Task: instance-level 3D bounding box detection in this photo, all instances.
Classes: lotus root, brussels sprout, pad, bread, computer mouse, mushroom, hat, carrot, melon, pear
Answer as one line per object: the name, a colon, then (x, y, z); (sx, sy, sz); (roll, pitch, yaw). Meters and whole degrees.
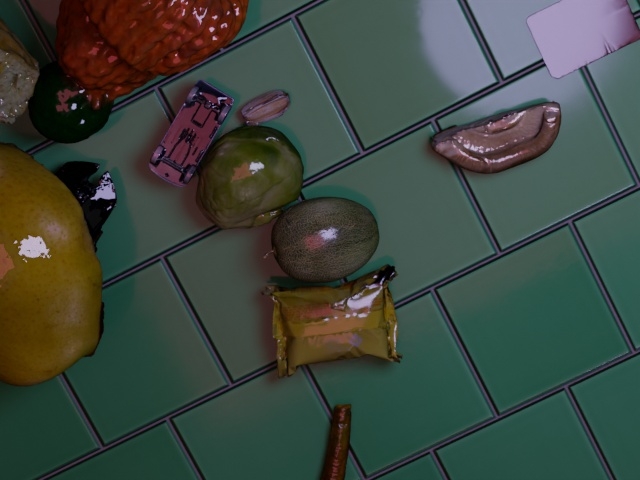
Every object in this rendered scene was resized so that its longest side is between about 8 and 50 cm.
lotus root: (-0.086, -0.215, 1.940); (0.083, 0.030, 0.037); (-24, 129, 9)
brussels sprout: (-0.119, -0.105, 1.910); (0.183, 0.131, 0.145); (-22, 142, 2)
pad: (0.418, -0.337, 1.914); (0.157, 0.003, 0.112); (-25, 97, 6)
bread: (-0.531, -0.296, 1.842); (0.130, 0.267, 0.152); (-19, 139, -29)
computer mouse: (-0.425, -0.024, 1.963); (0.146, 0.077, 0.241); (37, 99, -6)
mushroom: (0.285, -0.158, 1.914); (0.210, 0.072, 0.094); (-19, 97, 9)
hat: (-0.300, -0.330, 1.862); (0.285, 0.285, 0.400); (44, 129, -5)
carrot: (0.026, 0.355, 2.030); (0.042, 0.042, 0.170); (8, 98, 1)
melon: (0.000, 0.000, 1.915); (0.192, 0.139, 0.139); (-13, 99, -12)
pear: (-0.524, 0.052, 1.866); (0.340, 0.191, 0.386); (-29, 88, 32)

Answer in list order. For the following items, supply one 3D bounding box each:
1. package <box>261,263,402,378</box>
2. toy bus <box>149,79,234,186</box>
package: (0.022, 0.132, 1.965); (0.226, 0.090, 0.168); (-7, 96, 0)
toy bus: (-0.203, -0.170, 1.929); (0.073, 0.076, 0.167); (32, 97, -3)
